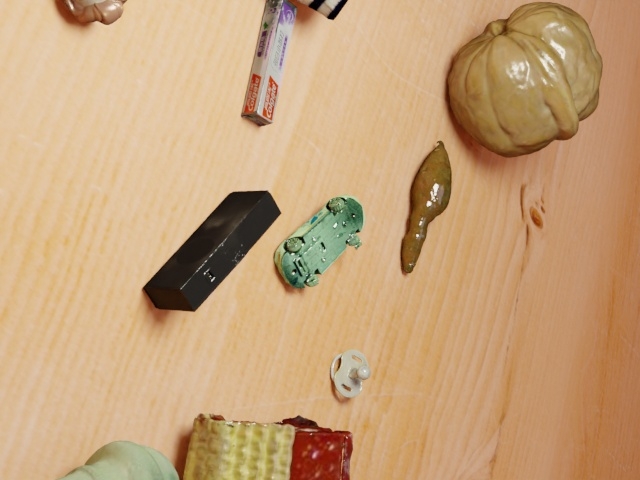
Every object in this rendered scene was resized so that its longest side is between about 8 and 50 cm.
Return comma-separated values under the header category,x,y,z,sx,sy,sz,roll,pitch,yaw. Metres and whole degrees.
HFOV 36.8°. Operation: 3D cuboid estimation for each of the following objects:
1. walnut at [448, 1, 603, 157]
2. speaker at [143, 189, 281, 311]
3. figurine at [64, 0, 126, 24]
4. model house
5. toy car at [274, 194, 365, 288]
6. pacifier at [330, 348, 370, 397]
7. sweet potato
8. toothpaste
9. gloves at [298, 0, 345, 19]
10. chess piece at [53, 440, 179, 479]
category,x,y,z,sx,sy,sz,roll,pitch,yaw
walnut,0.396,-0.305,1.858,0.296,0.285,0.285,-35,125,2
speaker,-0.149,0.011,1.345,0.218,0.082,0.044,-50,127,-36
figurine,-0.285,-0.343,1.173,0.157,0.126,0.114,74,-7,-55
model house,-0.093,0.343,1.350,0.254,0.160,0.195,15,79,-48
toy car,0.000,0.000,1.542,0.186,0.058,0.093,-44,124,-27
pacifier,0.056,0.218,1.605,0.068,0.064,0.083,36,61,-25
sweet potato,0.199,-0.070,1.774,0.075,0.075,0.269,33,69,-46
toothpaste,-0.075,-0.273,1.468,0.047,0.040,0.196,25,71,-45
gloves,-0.042,-0.438,1.460,0.219,0.131,0.140,35,48,-5
chess piece,-0.321,0.311,1.069,0.299,0.195,0.194,17,76,-40
